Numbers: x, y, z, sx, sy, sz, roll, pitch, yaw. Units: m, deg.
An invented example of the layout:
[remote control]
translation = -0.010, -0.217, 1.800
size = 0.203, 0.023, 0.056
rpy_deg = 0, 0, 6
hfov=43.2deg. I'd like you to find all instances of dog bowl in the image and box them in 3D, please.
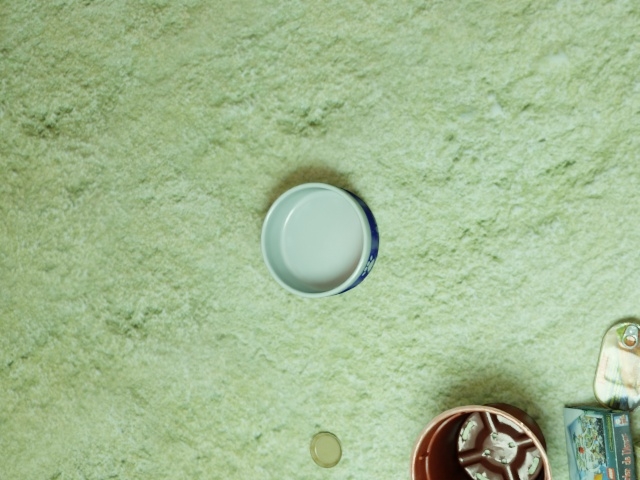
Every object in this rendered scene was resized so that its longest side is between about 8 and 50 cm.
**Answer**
[dog bowl]
translation = 0.000, 0.000, 1.883
size = 0.264, 0.104, 0.265
rpy_deg = 0, 89, 22

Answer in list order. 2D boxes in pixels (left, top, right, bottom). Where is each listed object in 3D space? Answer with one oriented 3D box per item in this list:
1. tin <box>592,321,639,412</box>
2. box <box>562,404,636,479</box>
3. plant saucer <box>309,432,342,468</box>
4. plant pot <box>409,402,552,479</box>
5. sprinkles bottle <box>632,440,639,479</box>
[tin]
translation = 0.624, 0.261, 1.666
size = 0.106, 0.040, 0.190
rpy_deg = 13, 93, 17
[box]
translation = 0.561, 0.455, 1.621
size = 0.044, 0.159, 0.233
rpy_deg = -2, 84, -20
[plant saucer]
translation = 0.015, 0.496, 1.912
size = 0.083, 0.015, 0.084
rpy_deg = -1, 88, 21
[plant pot]
translation = 0.345, 0.452, 1.649
size = 0.272, 0.265, 0.273
rpy_deg = -1, 88, 21
[sprinkles bottle]
translation = 0.658, 0.585, 1.598
size = 0.121, 0.121, 0.356
rpy_deg = 7, 91, 22
